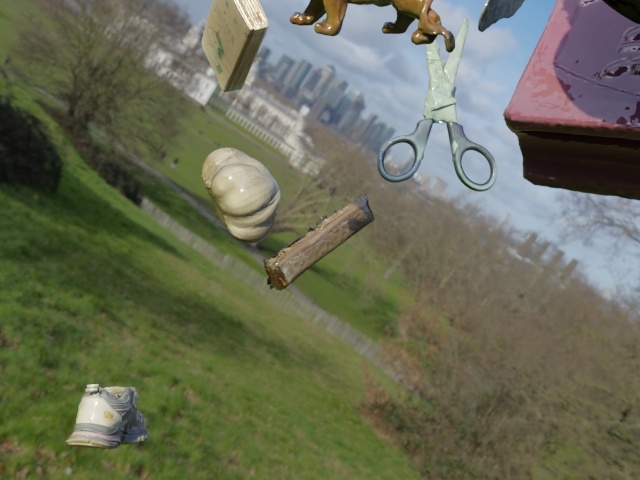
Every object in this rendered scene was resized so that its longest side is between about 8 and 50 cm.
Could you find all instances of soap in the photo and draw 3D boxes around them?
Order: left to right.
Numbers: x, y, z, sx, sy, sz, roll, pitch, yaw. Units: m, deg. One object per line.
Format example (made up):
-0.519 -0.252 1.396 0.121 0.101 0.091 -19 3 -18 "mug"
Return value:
0.382 -0.150 0.657 0.359 0.233 0.128 13 -24 39 "soap"

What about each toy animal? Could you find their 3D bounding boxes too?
0.051 -0.377 1.037 0.312 0.158 0.097 9 30 8 "toy animal"

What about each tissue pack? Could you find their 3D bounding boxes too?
-0.221 -0.521 1.800 0.170 0.071 0.325 66 -23 8 "tissue pack"

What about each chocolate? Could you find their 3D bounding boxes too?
0.004 0.005 1.727 0.065 0.329 0.102 35 -28 38 "chocolate"

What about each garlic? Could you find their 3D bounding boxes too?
-0.175 -0.108 1.635 0.228 0.152 0.228 63 -8 15 "garlic"

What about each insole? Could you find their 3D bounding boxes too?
0.264 -0.340 1.015 0.006 0.065 0.193 27 42 22 "insole"

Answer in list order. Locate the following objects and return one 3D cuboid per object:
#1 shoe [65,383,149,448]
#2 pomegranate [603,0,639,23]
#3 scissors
-0.325 0.266 1.099 0.088 0.092 0.180 0 -10 10 "shoe"
0.276 -0.273 0.528 0.198 0.198 0.246 22 44 -54 "pomegranate"
0.260 -0.296 1.511 0.255 0.384 0.029 7 -10 -4 "scissors"
